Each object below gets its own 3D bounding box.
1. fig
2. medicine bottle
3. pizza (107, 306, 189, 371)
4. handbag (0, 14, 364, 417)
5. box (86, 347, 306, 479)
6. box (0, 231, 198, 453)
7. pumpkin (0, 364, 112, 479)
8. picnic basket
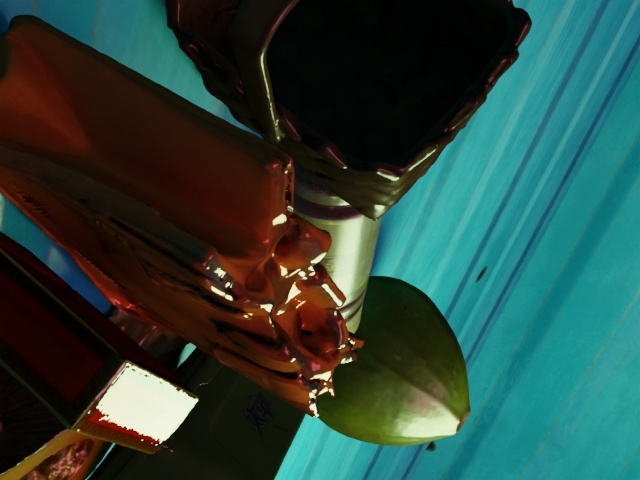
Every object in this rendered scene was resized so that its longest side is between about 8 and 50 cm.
[{"bbox_3d":[0.124,0.226,1.528,0.316,0.316,0.316,-44,155,-26],"label":"fig"},{"bbox_3d":[0.000,0.000,1.178,0.151,0.151,0.322,-39,152,-34],"label":"medicine bottle"},{"bbox_3d":[-0.153,0.058,1.059,0.297,0.071,0.189,-51,157,-11],"label":"pizza"},{"bbox_3d":[-0.122,0.009,0.752,0.116,0.303,0.410,-55,158,-15],"label":"handbag"},{"bbox_3d":[-0.147,0.258,1.063,0.253,0.178,0.328,-47,-178,28],"label":"box"},{"bbox_3d":[-0.225,0.068,0.704,0.074,0.240,0.153,-53,158,-5],"label":"box"},{"bbox_3d":[-0.332,0.200,0.811,0.317,0.139,0.222,-30,150,-44],"label":"pumpkin"},{"bbox_3d":[0.022,-0.198,0.766,0.254,0.291,0.321,-50,169,-11],"label":"picnic basket"}]
